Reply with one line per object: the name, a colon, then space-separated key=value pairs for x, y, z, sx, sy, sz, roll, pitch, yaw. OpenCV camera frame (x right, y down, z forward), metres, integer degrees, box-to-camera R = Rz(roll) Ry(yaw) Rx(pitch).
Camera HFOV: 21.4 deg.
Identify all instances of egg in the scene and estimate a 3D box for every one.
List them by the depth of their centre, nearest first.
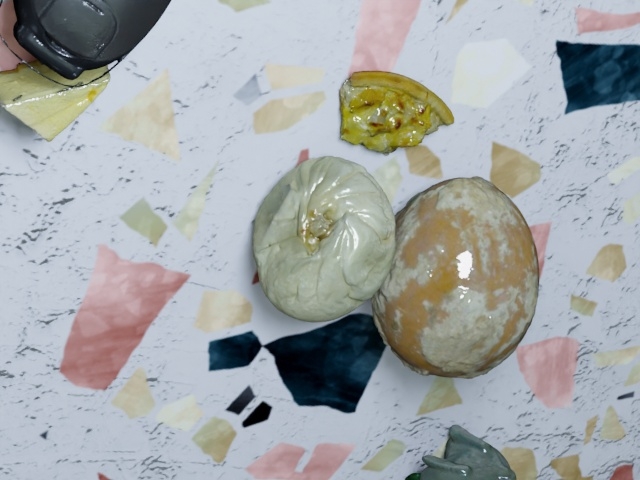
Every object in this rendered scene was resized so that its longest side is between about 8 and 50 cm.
egg: x=0.159 y=0.044 z=1.973 sx=0.203 sy=0.203 sz=0.245 roll=1 pitch=108 yaw=-28

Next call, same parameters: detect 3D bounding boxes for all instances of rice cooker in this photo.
rice cooker: x=-0.222 y=-0.250 z=1.648 sx=0.142 sy=0.118 sz=0.203 roll=39 pitch=95 yaw=-26

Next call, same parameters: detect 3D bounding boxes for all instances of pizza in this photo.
pizza: x=0.081 y=-0.141 z=1.927 sx=0.160 sy=0.036 sz=0.099 roll=21 pitch=107 yaw=-34

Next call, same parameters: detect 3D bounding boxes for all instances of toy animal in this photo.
toy animal: x=0.172 y=0.377 z=2.227 sx=0.125 sy=0.127 sz=0.251 roll=-9 pitch=125 yaw=-26

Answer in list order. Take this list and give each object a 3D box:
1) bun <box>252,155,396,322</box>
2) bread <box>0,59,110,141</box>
bun: x=0.000 y=0.000 z=1.896 sx=0.188 sy=0.164 sz=0.111 roll=-52 pitch=162 yaw=14
bread: x=-0.271 y=-0.162 z=1.703 sx=0.109 sy=0.084 sz=0.080 roll=-44 pitch=130 yaw=3
